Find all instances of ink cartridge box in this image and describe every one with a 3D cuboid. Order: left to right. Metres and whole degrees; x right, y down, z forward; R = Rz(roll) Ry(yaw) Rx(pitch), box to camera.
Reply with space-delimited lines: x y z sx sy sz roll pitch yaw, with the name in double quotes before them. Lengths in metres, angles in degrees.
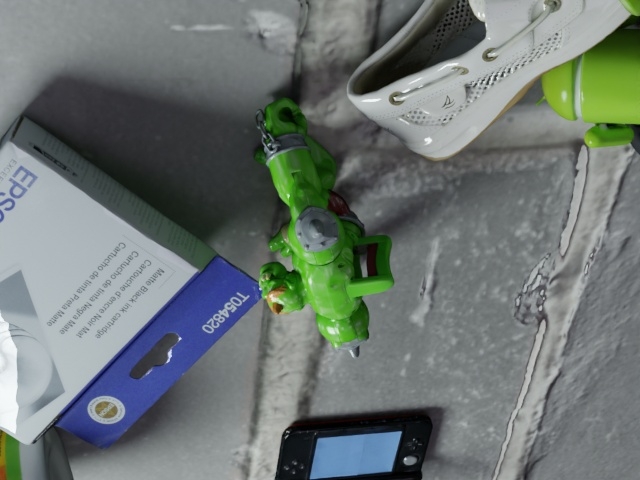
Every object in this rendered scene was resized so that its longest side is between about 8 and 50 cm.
"ink cartridge box" -0.191 0.053 0.971 0.224 0.045 0.223 35 117 -19

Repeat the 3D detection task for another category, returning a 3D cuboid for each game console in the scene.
"game console" 0.036 0.234 1.224 0.144 0.085 0.124 -3 134 -14

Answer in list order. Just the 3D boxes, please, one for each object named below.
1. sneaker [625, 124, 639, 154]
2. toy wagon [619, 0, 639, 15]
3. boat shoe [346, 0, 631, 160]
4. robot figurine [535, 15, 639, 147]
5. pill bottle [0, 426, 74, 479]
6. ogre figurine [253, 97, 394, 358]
"sneaker" 0.322 -0.138 0.970 0.234 0.084 0.097 -40 154 23
"toy wagon" 0.323 -0.182 0.789 0.267 0.068 0.344 -33 139 19
"boat shoe" 0.124 -0.163 0.858 0.096 0.098 0.277 24 124 -34
"robot figurine" 0.209 -0.116 0.934 0.115 0.067 0.101 4 101 18
"pill bottle" -0.330 0.240 1.091 0.245 0.136 0.136 -14 135 -2
"ogre figurine" 0.000 0.000 0.966 0.096 0.118 0.197 -3 133 -13
